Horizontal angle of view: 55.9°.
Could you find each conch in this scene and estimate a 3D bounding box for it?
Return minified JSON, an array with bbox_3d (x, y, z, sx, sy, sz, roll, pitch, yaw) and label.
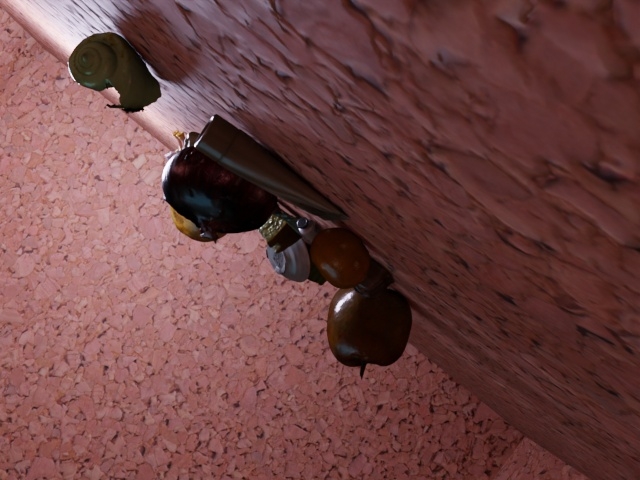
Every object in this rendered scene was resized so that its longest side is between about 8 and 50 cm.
[{"bbox_3d":[-0.440,-0.354,1.339,0.143,0.137,0.250,35,174,26],"label":"conch"}]

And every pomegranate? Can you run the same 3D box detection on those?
[{"bbox_3d":[-0.488,-0.162,2.628,0.338,0.338,0.338,38,175,4],"label":"pomegranate"}]

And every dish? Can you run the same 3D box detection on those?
[{"bbox_3d":[-0.148,0.058,2.404,0.260,0.085,0.260,35,135,43],"label":"dish"}]

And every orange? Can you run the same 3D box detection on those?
[{"bbox_3d":[0.049,0.038,1.435,0.156,0.124,0.156,55,175,7],"label":"orange"}]

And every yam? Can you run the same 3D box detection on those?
[{"bbox_3d":[-0.367,-0.277,1.891,0.067,0.071,0.317,-5,176,0],"label":"yam"}]

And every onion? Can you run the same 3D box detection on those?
[{"bbox_3d":[-0.268,-0.116,1.560,0.313,0.233,0.314,14,158,6],"label":"onion"}]

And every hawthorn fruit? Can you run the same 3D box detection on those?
[{"bbox_3d":[0.142,0.279,1.870,0.267,0.301,0.268,15,162,5],"label":"hawthorn fruit"}]

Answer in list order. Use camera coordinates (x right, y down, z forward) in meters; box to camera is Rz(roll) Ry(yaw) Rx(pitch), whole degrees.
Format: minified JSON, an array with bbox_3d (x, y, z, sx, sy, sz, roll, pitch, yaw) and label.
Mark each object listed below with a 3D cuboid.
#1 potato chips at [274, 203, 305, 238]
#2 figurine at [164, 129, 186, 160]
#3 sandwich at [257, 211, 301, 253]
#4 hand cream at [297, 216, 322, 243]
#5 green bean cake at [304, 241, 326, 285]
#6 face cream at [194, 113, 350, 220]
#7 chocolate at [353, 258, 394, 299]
[{"bbox_3d":[-0.136,-0.093,1.960,0.228,0.059,0.167,37,-176,22],"label":"potato chips"},{"bbox_3d":[-0.480,-0.299,2.252,0.174,0.116,0.240,30,164,49],"label":"figurine"},{"bbox_3d":[-0.151,-0.034,2.210,0.122,0.128,0.236,45,177,23],"label":"sandwich"},{"bbox_3d":[0.000,0.000,1.829,0.234,0.050,0.080,45,-153,-49],"label":"hand cream"},{"bbox_3d":[-0.054,0.086,2.553,0.200,0.113,0.214,42,-174,41],"label":"green bean cake"},{"bbox_3d":[-0.098,-0.134,1.260,0.341,0.084,0.137,33,168,-20],"label":"face cream"},{"bbox_3d":[0.090,0.077,1.642,0.214,0.093,0.148,37,176,20],"label":"chocolate"}]
